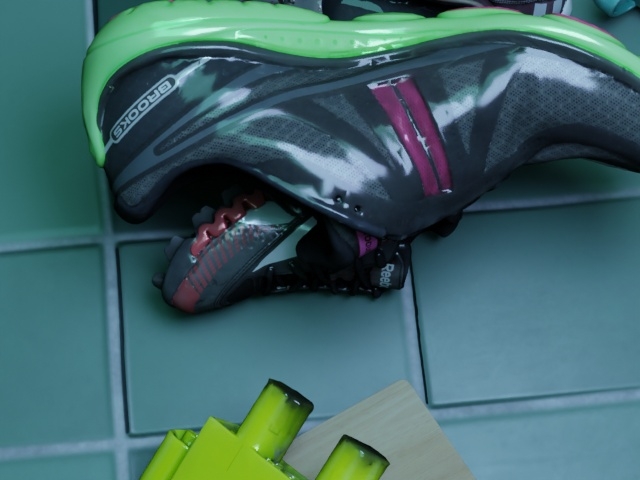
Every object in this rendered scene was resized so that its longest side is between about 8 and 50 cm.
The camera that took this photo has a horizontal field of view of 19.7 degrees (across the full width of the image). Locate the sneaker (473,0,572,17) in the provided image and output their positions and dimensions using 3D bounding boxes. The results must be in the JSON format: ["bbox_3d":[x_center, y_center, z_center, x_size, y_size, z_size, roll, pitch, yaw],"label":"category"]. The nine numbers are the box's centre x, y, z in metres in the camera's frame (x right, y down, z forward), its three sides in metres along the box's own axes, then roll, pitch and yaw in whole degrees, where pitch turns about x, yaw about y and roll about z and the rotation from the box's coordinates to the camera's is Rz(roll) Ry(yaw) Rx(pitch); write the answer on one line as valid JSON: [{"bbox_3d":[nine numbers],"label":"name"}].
[{"bbox_3d":[0.127,-0.311,1.610,0.106,0.162,0.281,-41,77,-15],"label":"sneaker"}]

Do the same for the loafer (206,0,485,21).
[{"bbox_3d":[0.022,-0.202,1.607,0.268,0.084,0.096,8,70,0],"label":"loafer"}]

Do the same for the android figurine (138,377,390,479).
[{"bbox_3d":[-0.062,0.251,1.405,0.248,0.056,0.273,32,95,34],"label":"android figurine"}]

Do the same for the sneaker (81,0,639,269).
[{"bbox_3d":[0.057,-0.075,1.440,0.483,0.185,0.202,1,84,-1],"label":"sneaker"}]

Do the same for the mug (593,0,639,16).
[{"bbox_3d":[0.306,-0.260,1.635,0.158,0.097,0.129,-7,71,-5],"label":"mug"}]

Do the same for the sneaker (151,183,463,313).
[{"bbox_3d":[0.000,0.000,1.526,0.276,0.097,0.135,-28,72,-14],"label":"sneaker"}]

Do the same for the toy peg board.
[{"bbox_3d":[0.042,0.224,1.471,0.161,0.079,0.160,-28,59,-12],"label":"toy peg board"}]
